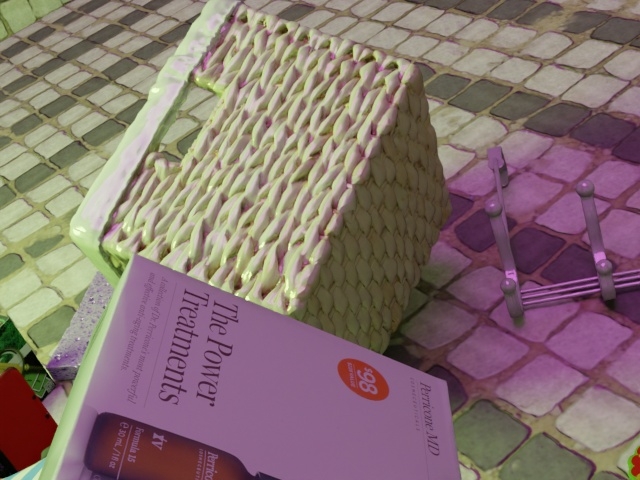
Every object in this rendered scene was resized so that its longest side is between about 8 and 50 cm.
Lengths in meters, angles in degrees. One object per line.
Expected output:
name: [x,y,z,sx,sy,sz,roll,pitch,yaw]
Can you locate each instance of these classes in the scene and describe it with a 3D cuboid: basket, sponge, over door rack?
basket: [-0.041,-0.032,1.045,0.266,0.331,0.328,18,68,23]
sponge: [-0.302,0.111,1.350,0.117,0.031,0.210,-9,37,18]
over door rack: [0.329,-0.055,1.164,0.240,0.108,0.324,-11,36,14]

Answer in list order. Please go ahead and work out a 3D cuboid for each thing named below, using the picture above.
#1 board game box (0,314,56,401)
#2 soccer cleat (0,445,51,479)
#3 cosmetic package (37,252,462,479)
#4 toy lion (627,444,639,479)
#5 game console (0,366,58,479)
board game box: [-0.456,0.231,1.183,0.030,0.136,0.259,5,44,36]
soccer cleat: [-0.346,0.327,1.014,0.331,0.116,0.143,-28,42,-5]
cosmetic package: [-0.041,0.190,0.611,0.097,0.284,0.377,-57,16,28]
toy lion: [0.326,0.223,0.862,0.096,0.034,0.100,5,43,43]
game console: [-0.402,0.239,1.134,0.124,0.144,0.085,-14,35,12]
